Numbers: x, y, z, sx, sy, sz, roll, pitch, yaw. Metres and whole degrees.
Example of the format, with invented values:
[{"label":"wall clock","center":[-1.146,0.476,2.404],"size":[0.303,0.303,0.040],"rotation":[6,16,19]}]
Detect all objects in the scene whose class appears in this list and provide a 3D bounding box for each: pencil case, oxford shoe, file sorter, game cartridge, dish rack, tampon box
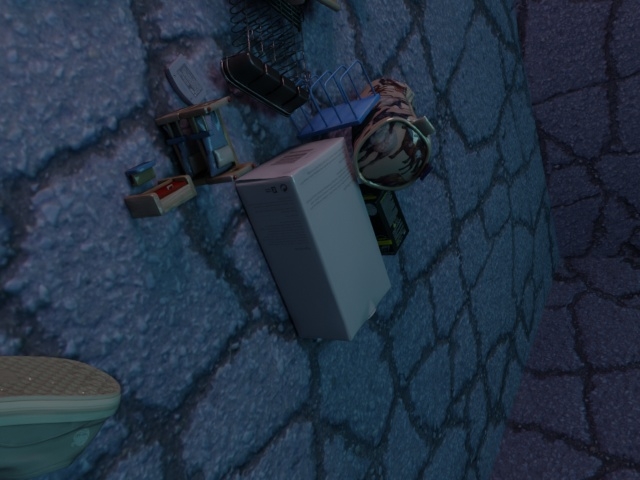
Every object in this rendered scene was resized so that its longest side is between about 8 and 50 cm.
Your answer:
[{"label":"pencil case","center":[0.164,-0.264,1.262],"size":[0.160,0.183,0.410],"rotation":[56,18,-23]},{"label":"oxford shoe","center":[-0.428,0.193,0.569],"size":[0.449,0.169,0.130],"rotation":[24,91,-51]},{"label":"file sorter","center":[0.020,-0.311,1.187],"size":[0.104,0.170,0.118],"rotation":[60,44,-27]},{"label":"game cartridge","center":[-0.239,-0.282,0.959],"size":[0.083,0.017,0.056],"rotation":[56,43,-35]},{"label":"dish rack","center":[-0.107,-0.411,1.089],"size":[0.208,0.074,0.271],"rotation":[19,61,-53]},{"label":"tampon box","center":[0.132,-0.054,1.363],"size":[0.101,0.120,0.161],"rotation":[-54,129,-41]}]

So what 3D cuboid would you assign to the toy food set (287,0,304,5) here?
[{"label":"toy food set","center":[-0.069,-0.629,1.009],"size":[0.220,0.092,0.306],"rotation":[39,53,-43]}]

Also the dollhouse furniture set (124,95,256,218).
[{"label":"dollhouse furniture set","center":[-0.224,-0.136,0.875],"size":[0.183,0.129,0.129],"rotation":[-43,122,-46]}]

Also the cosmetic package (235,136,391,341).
[{"label":"cosmetic package","center":[0.000,0.000,1.155],"size":[0.217,0.156,0.385],"rotation":[-42,122,-46]}]

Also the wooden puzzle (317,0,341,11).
[{"label":"wooden puzzle","center":[-0.086,-0.690,1.146],"size":[0.322,0.080,0.348],"rotation":[-2,84,-54]}]
